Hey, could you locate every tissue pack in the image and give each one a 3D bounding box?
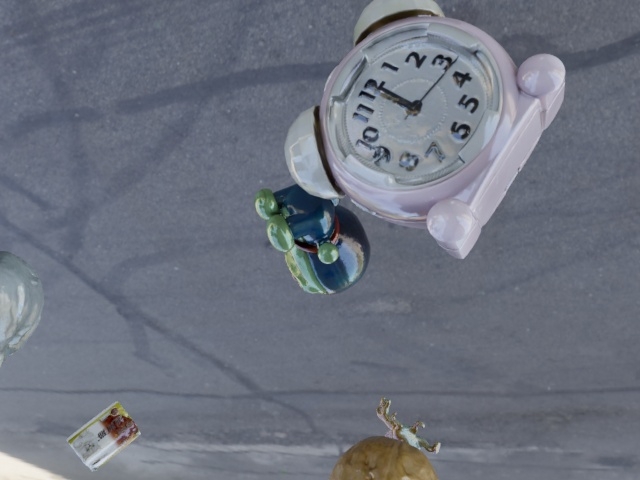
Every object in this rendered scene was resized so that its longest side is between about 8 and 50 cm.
[{"bbox_3d":[-0.553,0.504,1.554,0.099,0.149,0.106,45,154,15],"label":"tissue pack"}]

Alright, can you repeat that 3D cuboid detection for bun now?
[{"bbox_3d":[-0.651,0.168,1.070,0.354,0.354,0.194,-26,105,39],"label":"bun"}]

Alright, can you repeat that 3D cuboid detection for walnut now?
[{"bbox_3d":[0.104,0.444,1.020,0.195,0.221,0.195,9,125,13],"label":"walnut"}]

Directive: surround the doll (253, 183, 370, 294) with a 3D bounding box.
[{"bbox_3d":[0.000,-0.001,1.251,0.186,0.198,0.322,-27,150,2],"label":"doll"}]

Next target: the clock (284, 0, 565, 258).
[{"bbox_3d":[0.140,-0.176,0.889,0.326,0.342,0.184,32,175,20],"label":"clock"}]

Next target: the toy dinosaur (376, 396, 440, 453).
[{"bbox_3d":[0.178,0.450,1.286,0.142,0.057,0.212,13,110,38],"label":"toy dinosaur"}]
